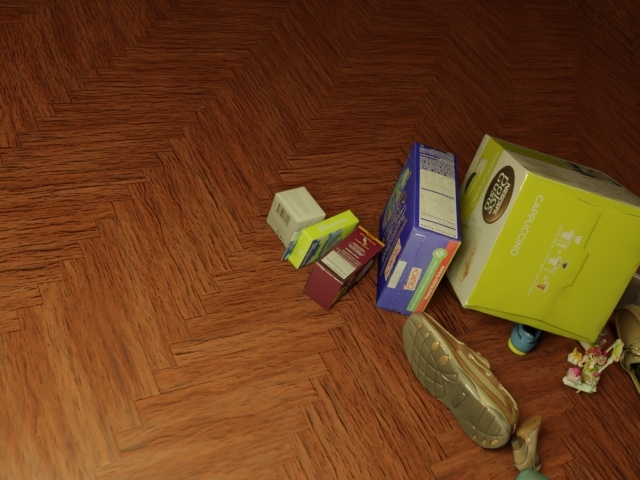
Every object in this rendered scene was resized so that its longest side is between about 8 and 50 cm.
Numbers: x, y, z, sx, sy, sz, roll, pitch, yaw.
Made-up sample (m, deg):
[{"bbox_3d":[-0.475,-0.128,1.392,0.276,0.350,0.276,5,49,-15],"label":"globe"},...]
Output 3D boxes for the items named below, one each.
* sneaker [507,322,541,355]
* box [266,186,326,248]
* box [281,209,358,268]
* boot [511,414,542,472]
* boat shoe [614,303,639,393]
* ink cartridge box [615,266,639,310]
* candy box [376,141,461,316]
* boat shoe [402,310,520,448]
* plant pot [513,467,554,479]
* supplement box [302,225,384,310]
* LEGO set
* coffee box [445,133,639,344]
[{"bbox_3d":[0.522,0.193,1.681,0.069,0.082,0.209,31,41,9],"label":"sneaker"},{"bbox_3d":[-0.059,-0.054,1.635,0.087,0.102,0.101,-17,57,-34],"label":"box"},{"bbox_3d":[0.000,0.000,1.603,0.178,0.109,0.042,-23,63,-39],"label":"box"},{"bbox_3d":[0.435,0.429,1.418,0.118,0.042,0.087,-29,98,-35],"label":"boot"},{"bbox_3d":[0.799,0.289,1.701,0.098,0.109,0.302,6,52,-22],"label":"boat shoe"},{"bbox_3d":[0.892,0.071,1.937,0.272,0.130,0.309,36,43,14],"label":"ink cartridge box"},{"bbox_3d":[0.226,-0.026,1.619,0.122,0.268,0.317,16,44,-5],"label":"candy box"},{"bbox_3d":[0.299,0.286,1.467,0.116,0.123,0.324,-20,68,-42],"label":"boat shoe"},{"bbox_3d":[0.380,0.542,1.165,0.247,0.248,0.252,27,25,1],"label":"plant pot"},{"bbox_3d":[0.054,0.061,1.572,0.081,0.104,0.188,38,45,13],"label":"supplement box"},{"bbox_3d":[0.662,0.241,1.678,0.132,0.107,0.287,21,43,-5],"label":"LEGO set"},{"bbox_3d":[0.513,-0.012,1.622,0.338,0.337,0.334,17,21,-10],"label":"coffee box"}]
